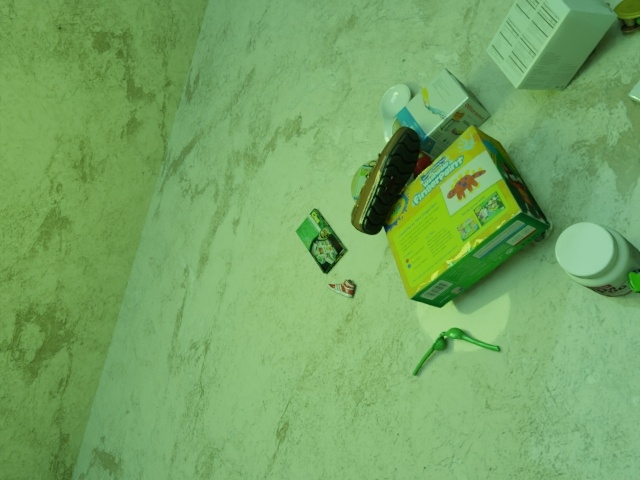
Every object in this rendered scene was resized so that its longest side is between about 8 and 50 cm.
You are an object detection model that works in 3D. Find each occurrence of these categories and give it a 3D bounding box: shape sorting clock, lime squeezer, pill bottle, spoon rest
[{"bbox_3d":[0.209,-0.212,2.131,0.206,0.040,0.206,-6,79,33],"label":"shape sorting clock"},{"bbox_3d":[0.414,0.343,1.794,0.310,0.059,0.110,-27,91,32],"label":"lime squeezer"},{"bbox_3d":[0.720,0.049,1.438,0.160,0.283,0.160,-14,69,39],"label":"pill bottle"},{"bbox_3d":[0.282,-0.468,2.115,0.137,0.084,0.276,-8,73,40],"label":"spoon rest"}]

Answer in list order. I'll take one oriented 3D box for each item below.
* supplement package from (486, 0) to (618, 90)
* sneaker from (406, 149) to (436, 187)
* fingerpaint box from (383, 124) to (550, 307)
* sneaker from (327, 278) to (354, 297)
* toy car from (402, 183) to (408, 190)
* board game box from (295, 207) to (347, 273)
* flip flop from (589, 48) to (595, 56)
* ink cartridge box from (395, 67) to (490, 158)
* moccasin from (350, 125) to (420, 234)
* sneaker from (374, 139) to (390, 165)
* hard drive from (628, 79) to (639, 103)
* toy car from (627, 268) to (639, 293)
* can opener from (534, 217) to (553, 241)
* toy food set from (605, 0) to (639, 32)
[{"bbox_3d":[0.678,-0.616,1.661,0.198,0.199,0.263,67,150,32],"label":"supplement package"},{"bbox_3d":[0.360,-0.279,2.000,0.118,0.107,0.279,-15,70,18],"label":"sneaker"},{"bbox_3d":[0.426,-0.066,1.749,0.445,0.163,0.371,-46,42,32],"label":"fingerpaint box"},{"bbox_3d":[0.081,0.170,2.133,0.118,0.042,0.067,20,95,35],"label":"sneaker"},{"bbox_3d":[0.300,-0.162,2.036,0.060,0.040,0.122,-9,79,18],"label":"toy car"},{"bbox_3d":[0.000,0.000,2.266,0.136,0.030,0.260,-51,50,21],"label":"board game box"},{"bbox_3d":[0.813,-0.697,1.707,0.112,0.080,0.277,154,114,-69],"label":"flip flop"},{"bbox_3d":[0.421,-0.431,1.920,0.232,0.171,0.168,-43,54,25],"label":"ink cartridge box"},{"bbox_3d":[0.213,-0.204,1.875,0.147,0.139,0.380,39,111,57],"label":"moccasin"},{"bbox_3d":[0.231,-0.282,2.015,0.094,0.080,0.212,-120,30,-44],"label":"sneaker"},{"bbox_3d":[1.018,-0.399,1.470,0.203,0.040,0.307,-55,49,15],"label":"hard drive"},{"bbox_3d":[0.857,0.097,1.386,0.053,0.224,0.239,107,157,-66],"label":"toy car"},{"bbox_3d":[0.594,-0.089,1.729,0.280,0.093,0.074,44,108,45],"label":"can opener"},{"bbox_3d":[0.929,-0.656,1.613,0.217,0.071,0.128,-4,46,36],"label":"toy food set"}]
